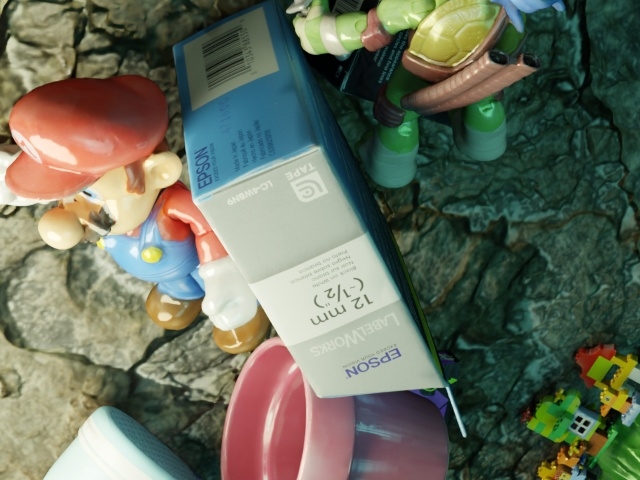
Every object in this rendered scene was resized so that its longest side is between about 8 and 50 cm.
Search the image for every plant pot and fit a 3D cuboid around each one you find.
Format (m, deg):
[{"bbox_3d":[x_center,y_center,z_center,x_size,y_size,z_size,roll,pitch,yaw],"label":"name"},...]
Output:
[{"bbox_3d":[0.021,0.209,1.261,0.180,0.201,0.201,13,110,-26],"label":"plant pot"}]

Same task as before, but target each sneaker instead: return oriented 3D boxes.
[{"bbox_3d":[-0.188,0.329,1.278,0.208,0.127,0.319,-43,118,-3],"label":"sneaker"}]

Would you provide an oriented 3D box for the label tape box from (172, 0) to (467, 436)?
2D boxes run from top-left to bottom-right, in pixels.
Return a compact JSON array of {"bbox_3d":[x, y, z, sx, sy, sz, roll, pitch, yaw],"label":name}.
[{"bbox_3d":[0.000,0.000,1.102,0.115,0.249,0.348,-23,127,5],"label":"label tape box"}]

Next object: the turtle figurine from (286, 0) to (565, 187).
[{"bbox_3d":[0.082,-0.190,1.029,0.198,0.274,0.266,-47,155,-29],"label":"turtle figurine"}]

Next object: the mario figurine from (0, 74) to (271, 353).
[{"bbox_3d":[-0.167,0.000,1.060,0.198,0.170,0.320,-17,140,14],"label":"mario figurine"}]

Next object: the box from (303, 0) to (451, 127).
[{"bbox_3d":[0.091,-0.200,1.149,0.158,0.093,0.156,14,109,-32],"label":"box"}]

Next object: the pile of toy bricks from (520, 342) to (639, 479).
[{"bbox_3d":[0.294,0.223,1.505,0.105,0.118,0.212,28,117,2],"label":"pile of toy bricks"}]

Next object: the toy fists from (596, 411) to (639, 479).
[{"bbox_3d":[0.446,0.213,1.547,0.279,0.142,0.096,-62,157,14],"label":"toy fists"}]

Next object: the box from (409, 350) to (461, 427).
[{"bbox_3d":[0.072,0.186,1.395,0.162,0.029,0.116,-4,117,-24],"label":"box"}]
